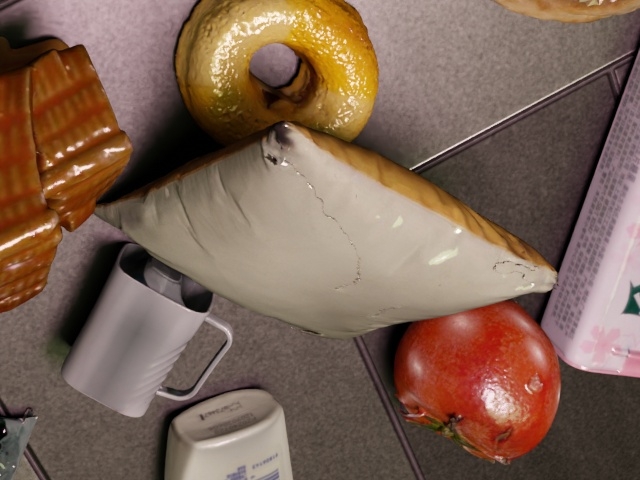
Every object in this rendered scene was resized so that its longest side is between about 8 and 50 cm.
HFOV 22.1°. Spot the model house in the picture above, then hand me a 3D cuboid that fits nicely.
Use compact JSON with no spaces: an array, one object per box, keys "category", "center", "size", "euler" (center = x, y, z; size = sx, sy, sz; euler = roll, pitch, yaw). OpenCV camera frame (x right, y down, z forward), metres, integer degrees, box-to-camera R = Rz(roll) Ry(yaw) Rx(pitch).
[{"category":"model house","center":[-0.254,-0.035,1.298],"size":[0.199,0.229,0.220],"euler":[-13,117,-20]}]

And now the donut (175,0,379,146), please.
[{"category":"donut","center":[-0.030,-0.144,1.435],"size":[0.174,0.074,0.190],"euler":[-42,122,3]}]

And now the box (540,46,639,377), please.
[{"category":"box","center":[0.363,-0.045,1.626],"size":[0.190,0.112,0.370],"euler":[9,110,-25]}]

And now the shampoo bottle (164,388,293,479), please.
[{"category":"shampoo bottle","center":[-0.083,0.326,1.644],"size":[0.134,0.078,0.360],"euler":[-19,121,-22]}]

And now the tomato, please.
[{"category":"tomato","center":[0.154,0.129,1.606],"size":[0.167,0.167,0.167],"euler":[-9,118,-17]}]

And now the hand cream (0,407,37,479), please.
[{"category":"hand cream","center":[-0.380,0.164,1.474],"size":[0.247,0.052,0.075],"euler":[16,131,-33]}]

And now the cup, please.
[{"category":"cup","center":[-0.151,0.086,1.479],"size":[0.128,0.095,0.129],"euler":[29,107,-8]}]

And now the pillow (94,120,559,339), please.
[{"category":"pillow","center":[0.000,0.000,1.418],"size":[0.312,0.310,0.119],"euler":[25,68,-30]}]

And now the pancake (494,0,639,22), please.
[{"category":"pancake","center":[0.258,-0.366,1.441],"size":[0.382,0.071,0.382],"euler":[-8,117,-17]}]
